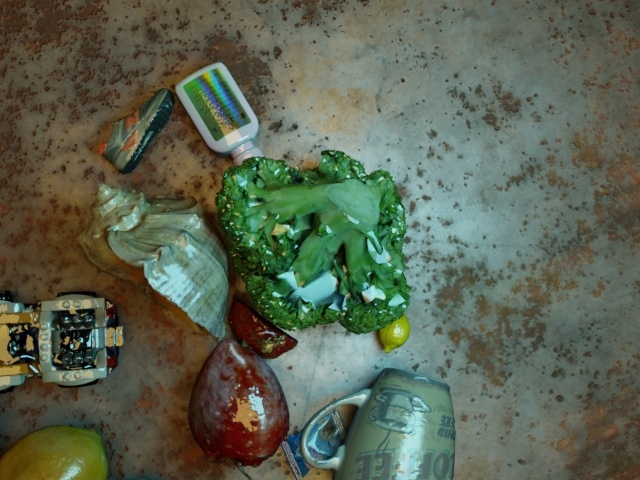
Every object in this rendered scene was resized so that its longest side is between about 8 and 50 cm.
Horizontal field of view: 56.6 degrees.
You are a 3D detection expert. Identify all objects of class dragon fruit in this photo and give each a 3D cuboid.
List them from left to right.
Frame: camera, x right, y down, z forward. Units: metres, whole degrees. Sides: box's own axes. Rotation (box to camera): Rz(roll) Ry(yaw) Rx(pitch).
[{"bbox_3d":[-0.125,0.186,1.165,0.162,0.106,0.083,40,83,-6],"label":"dragon fruit"}]

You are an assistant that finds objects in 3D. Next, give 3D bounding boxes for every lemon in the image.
[{"bbox_3d":[0.151,0.189,1.222,0.065,0.065,0.092,23,74,-5],"label":"lemon"}]

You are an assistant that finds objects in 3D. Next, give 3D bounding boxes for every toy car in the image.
[{"bbox_3d":[-0.524,0.184,1.108,0.301,0.118,0.193,-1,83,-9],"label":"toy car"}]

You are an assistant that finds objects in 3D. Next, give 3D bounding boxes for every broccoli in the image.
[{"bbox_3d":[0.004,-0.006,1.106,0.413,0.321,0.310,41,111,-5],"label":"broccoli"}]

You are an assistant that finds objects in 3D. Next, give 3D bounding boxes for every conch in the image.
[{"bbox_3d":[-0.265,0.027,1.085,0.352,0.297,0.210,38,86,-27],"label":"conch"}]

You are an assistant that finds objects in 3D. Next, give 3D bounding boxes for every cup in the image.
[{"bbox_3d":[0.116,0.375,1.142,0.301,0.227,0.257,15,71,-1],"label":"cup"}]

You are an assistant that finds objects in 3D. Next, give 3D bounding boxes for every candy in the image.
[{"bbox_3d":[-0.006,0.412,1.200,0.136,0.038,0.088,-23,75,-16],"label":"candy"}]

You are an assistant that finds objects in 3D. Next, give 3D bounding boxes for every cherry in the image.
[{"bbox_3d":[-0.153,0.302,1.109,0.175,0.192,0.250,-12,92,-34],"label":"cherry"}]

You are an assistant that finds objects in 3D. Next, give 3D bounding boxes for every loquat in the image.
[{"bbox_3d":[-0.487,0.428,1.048,0.234,0.187,0.176,-42,98,-31],"label":"loquat"}]

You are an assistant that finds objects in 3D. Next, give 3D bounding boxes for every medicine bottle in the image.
[{"bbox_3d":[-0.192,-0.240,1.201,0.115,0.078,0.219,-31,90,-11],"label":"medicine bottle"}]

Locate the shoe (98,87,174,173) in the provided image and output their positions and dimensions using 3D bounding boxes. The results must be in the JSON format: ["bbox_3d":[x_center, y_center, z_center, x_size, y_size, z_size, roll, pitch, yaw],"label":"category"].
[{"bbox_3d":[-0.367,-0.229,1.183,0.077,0.074,0.194,30,85,1],"label":"shoe"}]

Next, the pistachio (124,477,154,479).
[{"bbox_3d":[-0.359,0.499,1.108,0.149,0.113,0.113,-18,88,-14],"label":"pistachio"}]
